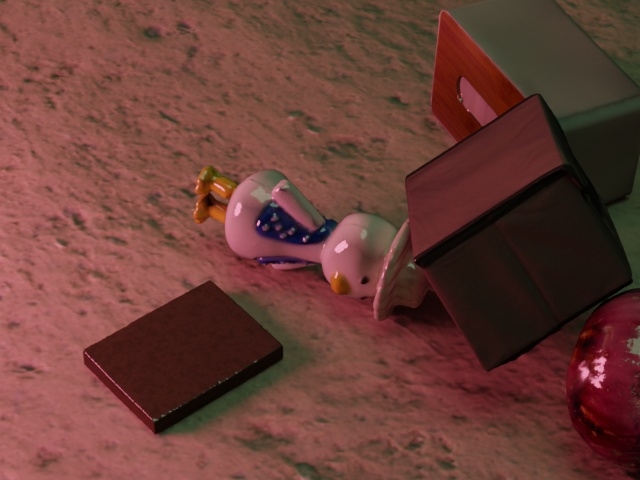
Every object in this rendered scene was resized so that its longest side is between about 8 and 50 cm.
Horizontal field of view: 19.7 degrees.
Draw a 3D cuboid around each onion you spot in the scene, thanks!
[{"bbox_3d":[0.318,0.134,1.810,0.153,0.177,0.177,-18,39,22],"label":"onion"}]

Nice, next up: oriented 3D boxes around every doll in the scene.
[{"bbox_3d":[0.000,0.000,1.974,0.293,0.138,0.119,21,49,12],"label":"doll"}]

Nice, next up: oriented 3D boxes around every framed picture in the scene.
[{"bbox_3d":[-0.143,0.119,1.923,0.168,0.023,0.128,-30,52,-29],"label":"framed picture"}]

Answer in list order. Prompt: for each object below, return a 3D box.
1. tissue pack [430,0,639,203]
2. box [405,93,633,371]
[{"bbox_3d":[0.250,-0.158,2.129,0.136,0.159,0.246,-17,46,-20],"label":"tissue pack"},{"bbox_3d":[0.198,-0.013,1.881,0.188,0.153,0.252,-32,18,9],"label":"box"}]
